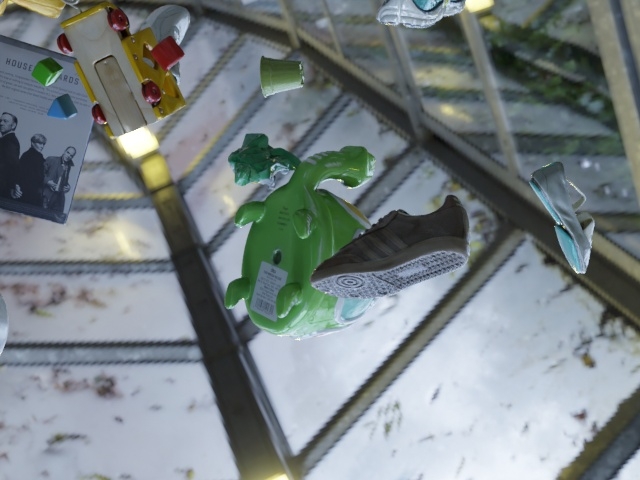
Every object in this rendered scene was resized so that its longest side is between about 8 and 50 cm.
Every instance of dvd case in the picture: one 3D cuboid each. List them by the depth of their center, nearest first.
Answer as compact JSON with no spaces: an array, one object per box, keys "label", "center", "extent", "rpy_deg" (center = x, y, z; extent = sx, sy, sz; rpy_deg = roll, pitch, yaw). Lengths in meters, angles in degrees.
[{"label":"dvd case","center":[-0.422,-0.158,1.588],"extent":[0.179,0.238,0.029],"rpy_deg":[15,-178,-21]}]

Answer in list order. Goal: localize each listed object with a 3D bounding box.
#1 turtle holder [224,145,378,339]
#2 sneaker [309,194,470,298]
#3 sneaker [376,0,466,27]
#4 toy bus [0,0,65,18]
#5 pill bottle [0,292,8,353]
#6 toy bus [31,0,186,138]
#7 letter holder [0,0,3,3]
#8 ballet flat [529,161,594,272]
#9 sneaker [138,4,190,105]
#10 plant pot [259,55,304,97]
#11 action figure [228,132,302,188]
[{"label":"turtle holder","center":[-0.011,0.011,1.905],"extent":[0.227,0.320,0.243],"rpy_deg":[11,156,-36]},{"label":"sneaker","center":[0.072,0.009,1.126],"extent":[0.188,0.066,0.071],"rpy_deg":[-15,-125,35]},{"label":"sneaker","center":[0.164,-0.396,1.678],"extent":[0.107,0.110,0.275],"rpy_deg":[12,-156,13]},{"label":"toy bus","center":[-0.463,-0.379,1.364],"extent":[0.108,0.333,0.130],"rpy_deg":[-56,-157,27]},{"label":"pill bottle","center":[-0.601,0.099,1.506],"extent":[0.204,0.204,0.361],"rpy_deg":[-14,163,17]},{"label":"toy bus","center":[-0.258,-0.237,1.444],"extent":[0.191,0.202,0.104],"rpy_deg":[27,-150,9]},{"label":"letter holder","center":[-0.427,-0.261,0.844],"extent":[0.302,0.214,0.152],"rpy_deg":[32,-105,23]},{"label":"ballet flat","center":[0.401,-0.036,1.766],"extent":[0.068,0.213,0.072],"rpy_deg":[-32,-149,1]},{"label":"sneaker","center":[-0.299,-0.340,2.107],"extent":[0.121,0.099,0.262],"rpy_deg":[14,-120,25]},{"label":"plant pot","center":[-0.074,-0.328,2.203],"extent":[0.079,0.083,0.083],"rpy_deg":[-2,-152,9]},{"label":"action figure","center":[-0.105,-0.127,1.893],"extent":[0.137,0.063,0.232],"rpy_deg":[24,-165,7]}]
